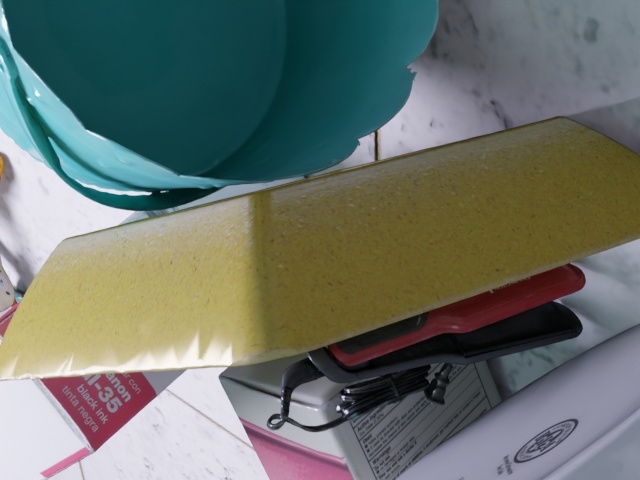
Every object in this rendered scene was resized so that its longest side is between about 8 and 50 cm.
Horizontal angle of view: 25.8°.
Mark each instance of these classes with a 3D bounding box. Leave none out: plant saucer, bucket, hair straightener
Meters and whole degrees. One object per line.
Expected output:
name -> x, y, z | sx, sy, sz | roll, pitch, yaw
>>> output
plant saucer -> 0.000, 0.000, 0.853 | 0.332, 0.333, 0.081 | -11, 94, 54
bucket -> -0.086, -0.153, 0.852 | 0.281, 0.281, 0.183 | 61, 156, -10
hair straightener -> 0.070, 0.085, 0.913 | 0.047, 0.230, 0.089 | 47, 152, 48

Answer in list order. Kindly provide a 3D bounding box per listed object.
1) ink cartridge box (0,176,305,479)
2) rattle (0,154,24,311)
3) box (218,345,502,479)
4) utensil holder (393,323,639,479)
ink cartridge box -> -0.143, 0.053, 1.091 | 0.117, 0.283, 0.207 | 51, 147, -3
rattle -> -0.340, 0.008, 1.518 | 0.200, 0.142, 0.130 | 50, -178, -22
box -> 0.051, 0.159, 1.055 | 0.127, 0.148, 0.232 | 9, 130, 49
utensil holder -> 0.222, 0.272, 0.815 | 0.385, 0.327, 0.327 | 57, 147, 1
